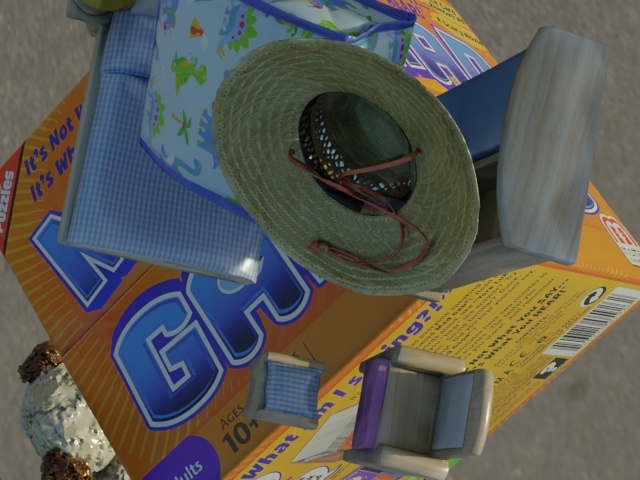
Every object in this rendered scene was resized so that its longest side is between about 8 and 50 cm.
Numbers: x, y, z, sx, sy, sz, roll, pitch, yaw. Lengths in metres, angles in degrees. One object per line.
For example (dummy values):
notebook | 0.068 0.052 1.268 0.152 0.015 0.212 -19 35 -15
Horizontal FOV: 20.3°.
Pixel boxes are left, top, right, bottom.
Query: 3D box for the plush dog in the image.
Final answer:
plush dog | -0.266 0.230 2.157 0.210 0.262 0.225 -33 149 25

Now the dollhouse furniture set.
dollhouse furniture set | -0.022 -0.028 1.074 0.303 0.198 0.286 15 76 -17

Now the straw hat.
straw hat | 0.022 -0.048 0.849 0.144 0.061 0.144 16 132 19

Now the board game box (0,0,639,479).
board game box | 0.000 0.000 1.539 0.356 0.356 0.356 -44 154 21

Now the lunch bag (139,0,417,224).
lunch bag | -0.035 -0.088 1.014 0.096 0.151 0.129 -24 131 -55
